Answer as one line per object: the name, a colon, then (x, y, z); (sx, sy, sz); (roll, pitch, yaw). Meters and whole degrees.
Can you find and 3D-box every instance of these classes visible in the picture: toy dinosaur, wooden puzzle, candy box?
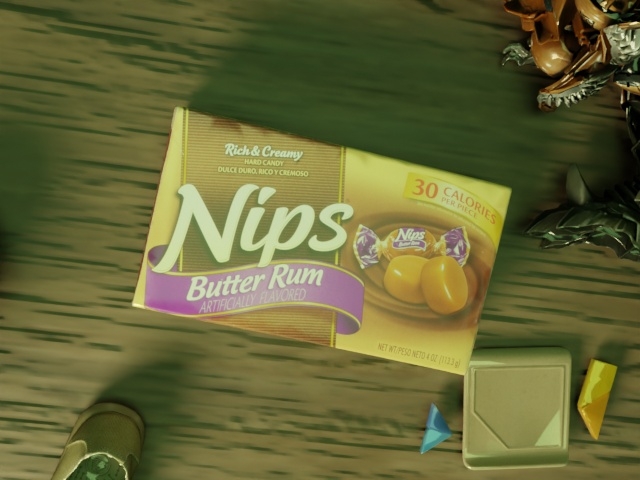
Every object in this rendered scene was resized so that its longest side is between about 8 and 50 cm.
toy dinosaur: (0.205, -0.107, 0.414); (0.321, 0.164, 0.218); (9, 77, 14)
wooden puzzle: (0.120, 0.102, 0.484); (0.116, 0.014, 0.079); (7, 90, -7)
candy box: (0.000, 0.000, 0.441); (0.186, 0.053, 0.109); (13, 94, -9)

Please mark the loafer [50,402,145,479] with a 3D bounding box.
loafer: (-0.140, 0.164, 0.440); (0.056, 0.050, 0.148); (16, 93, -7)
